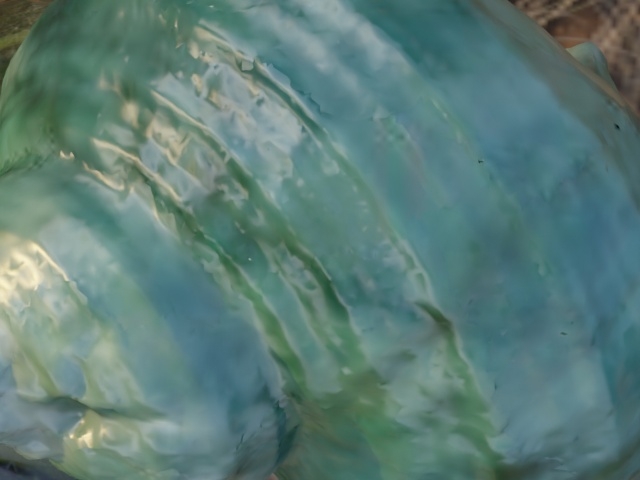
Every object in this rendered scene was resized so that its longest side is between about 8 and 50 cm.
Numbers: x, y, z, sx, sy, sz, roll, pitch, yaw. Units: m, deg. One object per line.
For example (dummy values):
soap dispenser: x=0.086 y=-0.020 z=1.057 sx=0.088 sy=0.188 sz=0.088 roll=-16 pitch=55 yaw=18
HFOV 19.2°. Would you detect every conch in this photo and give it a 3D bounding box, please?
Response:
conch: x=-0.002 y=0.002 z=0.436 sx=0.202 sy=0.196 sz=0.134 roll=10 pitch=83 yaw=-41

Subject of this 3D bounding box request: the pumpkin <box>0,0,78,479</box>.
pumpkin: x=-0.126 y=0.043 z=0.842 sx=0.207 sy=0.300 sz=0.300 roll=21 pitch=91 yaw=-28
